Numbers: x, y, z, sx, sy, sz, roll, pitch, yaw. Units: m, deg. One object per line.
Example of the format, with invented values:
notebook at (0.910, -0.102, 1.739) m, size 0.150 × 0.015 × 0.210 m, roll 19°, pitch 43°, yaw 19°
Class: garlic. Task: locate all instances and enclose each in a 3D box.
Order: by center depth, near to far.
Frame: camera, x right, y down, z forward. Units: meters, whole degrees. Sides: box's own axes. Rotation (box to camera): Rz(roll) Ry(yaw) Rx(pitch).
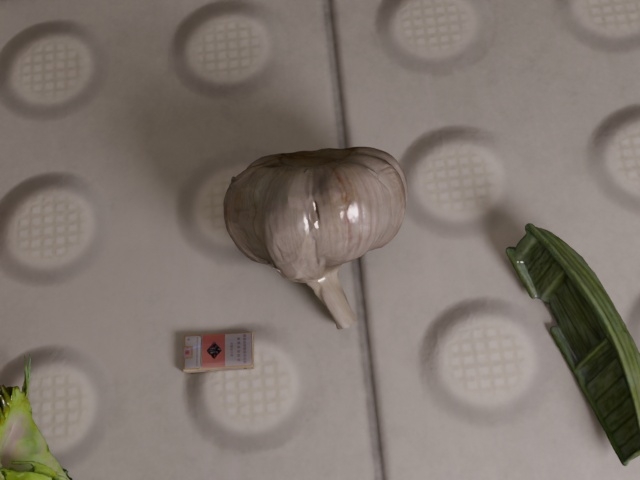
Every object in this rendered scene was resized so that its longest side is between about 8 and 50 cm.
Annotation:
garlic at (0.000, 0.000, 1.515) m, size 0.219 × 0.218 × 0.212 m, roll -8°, pitch 102°, yaw 1°

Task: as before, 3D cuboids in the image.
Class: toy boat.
toy boat at (0.305, 0.112, 1.462) m, size 0.055 × 0.093 × 0.293 m, roll -10°, pitch 61°, yaw -29°

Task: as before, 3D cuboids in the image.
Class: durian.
durian at (-0.325, 0.309, 1.429) m, size 0.169 × 0.157 × 0.355 m, roll -14°, pitch 57°, yaw -43°

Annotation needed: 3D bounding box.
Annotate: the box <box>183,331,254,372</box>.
box at (-0.121, 0.132, 1.529) m, size 0.083 × 0.012 × 0.046 m, roll -3°, pitch 65°, yaw 2°
